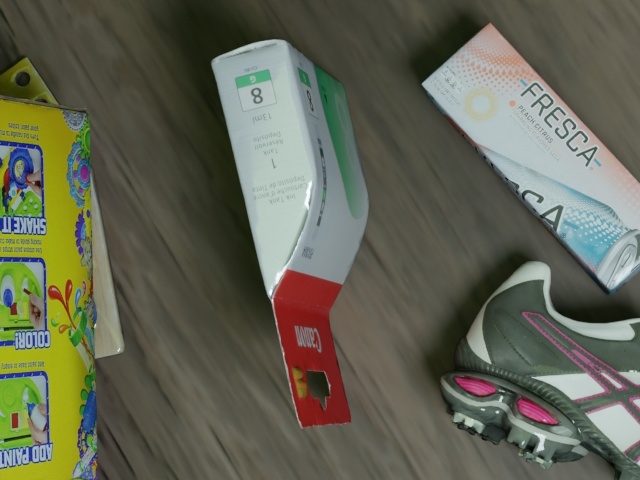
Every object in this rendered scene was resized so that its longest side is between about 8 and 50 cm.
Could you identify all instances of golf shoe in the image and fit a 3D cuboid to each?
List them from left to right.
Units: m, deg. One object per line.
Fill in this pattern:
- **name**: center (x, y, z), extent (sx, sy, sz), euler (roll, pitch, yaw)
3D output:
- **golf shoe**: center (0.213, 0.112, 1.206), extent (0.273, 0.105, 0.120), euler (26, 82, 9)

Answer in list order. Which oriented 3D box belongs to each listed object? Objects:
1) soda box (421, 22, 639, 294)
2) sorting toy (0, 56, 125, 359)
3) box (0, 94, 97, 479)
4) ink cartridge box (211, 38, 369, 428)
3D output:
- **soda box**: center (0.148, -0.052, 1.250), extent (0.063, 0.058, 0.183), euler (-42, 80, 2)
- **sorting toy**: center (-0.211, 0.014, 1.299), extent (0.132, 0.046, 0.274), euler (-11, 83, 7)
- **box**: center (-0.306, 0.058, 1.204), extent (0.290, 0.177, 0.279), euler (-3, 88, 23)
- **ink cartridge box**: center (0.000, 0.000, 1.203), extent (0.056, 0.181, 0.224), euler (-16, 83, 10)
